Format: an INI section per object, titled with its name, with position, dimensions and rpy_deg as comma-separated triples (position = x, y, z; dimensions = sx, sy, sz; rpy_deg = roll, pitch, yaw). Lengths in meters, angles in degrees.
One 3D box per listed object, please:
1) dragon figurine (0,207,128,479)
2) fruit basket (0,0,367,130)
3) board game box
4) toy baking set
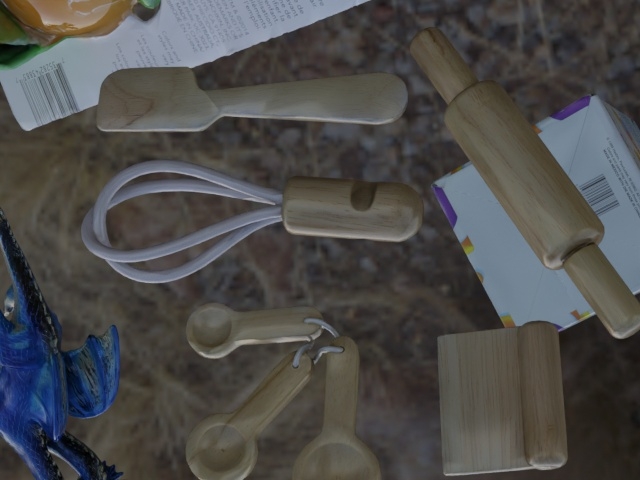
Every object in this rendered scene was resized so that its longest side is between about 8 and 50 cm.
[dragon figurine]
position = -0.213, 0.104, 1.156
dimensions = 0.144, 0.085, 0.289
rpy_deg = 22, 117, 25
[fruit basket]
position = -0.151, -0.249, 0.870
dimensions = 0.353, 0.165, 0.327
rpy_deg = -16, 108, 40
[board game box]
position = 0.210, -0.014, 1.182
dimensions = 0.142, 0.144, 0.275
rpy_deg = -29, 171, 16
[toy baking set]
position = 0.007, -0.002, 0.615
dimensions = 0.197, 0.256, 0.030
rpy_deg = -27, 157, -1
